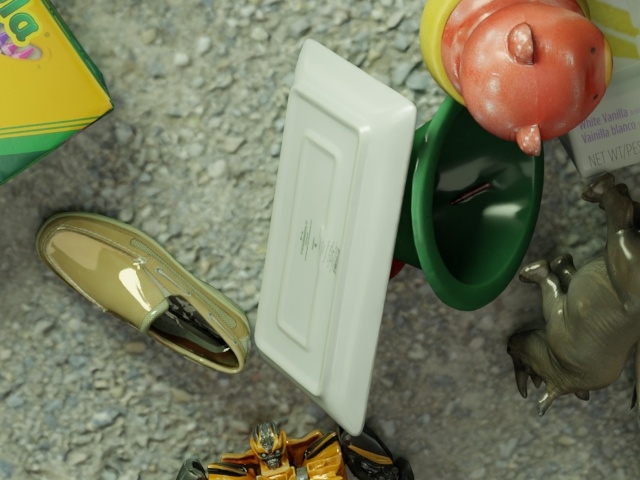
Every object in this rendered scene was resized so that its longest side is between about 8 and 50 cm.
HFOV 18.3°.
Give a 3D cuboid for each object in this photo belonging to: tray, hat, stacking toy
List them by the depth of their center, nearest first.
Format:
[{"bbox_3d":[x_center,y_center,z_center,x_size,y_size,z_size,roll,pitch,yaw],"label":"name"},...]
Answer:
[{"bbox_3d":[0.178,-0.225,1.288,0.279,0.130,0.309,-18,116,5],"label":"stacking toy"},{"bbox_3d":[0.000,0.000,1.471,0.030,0.145,0.270,-9,119,-34],"label":"tray"},{"bbox_3d":[0.046,-0.034,1.514,0.183,0.208,0.173,7,150,37],"label":"hat"}]

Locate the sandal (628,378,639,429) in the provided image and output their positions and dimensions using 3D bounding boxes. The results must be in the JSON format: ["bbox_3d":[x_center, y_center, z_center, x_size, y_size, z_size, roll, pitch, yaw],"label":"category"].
[{"bbox_3d":[0.293,0.142,1.599,0.102,0.076,0.265,-1,101,-17],"label":"sandal"}]

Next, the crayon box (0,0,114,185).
[{"bbox_3d":[-0.289,-0.166,1.385,0.165,0.081,0.278,-33,114,1],"label":"crayon box"}]

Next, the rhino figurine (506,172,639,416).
[{"bbox_3d":[0.202,0.057,1.517,0.073,0.106,0.243,-20,154,-35],"label":"rhino figurine"}]

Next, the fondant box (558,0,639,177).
[{"bbox_3d":[0.253,-0.235,1.414,0.238,0.096,0.330,-17,114,2],"label":"fondant box"}]

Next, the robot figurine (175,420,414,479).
[{"bbox_3d":[-0.008,0.281,1.633,0.211,0.085,0.291,-15,116,0],"label":"robot figurine"}]

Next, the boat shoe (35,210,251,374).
[{"bbox_3d":[-0.132,0.042,1.514,0.190,0.072,0.068,29,109,-17],"label":"boat shoe"}]

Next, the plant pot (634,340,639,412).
[{"bbox_3d":[0.445,0.112,1.435,0.334,0.305,0.334,-4,102,-16],"label":"plant pot"}]
